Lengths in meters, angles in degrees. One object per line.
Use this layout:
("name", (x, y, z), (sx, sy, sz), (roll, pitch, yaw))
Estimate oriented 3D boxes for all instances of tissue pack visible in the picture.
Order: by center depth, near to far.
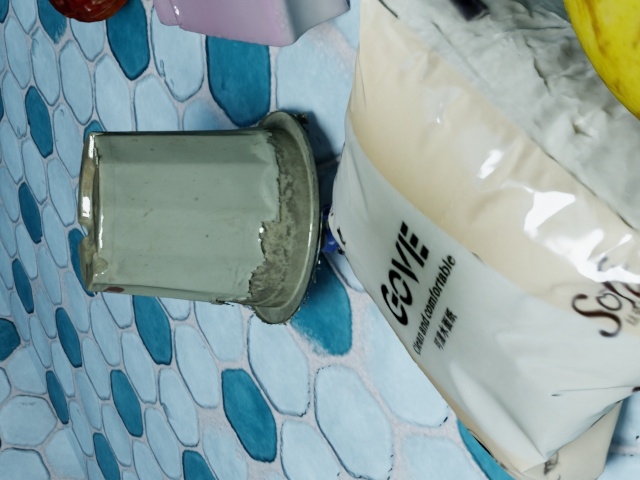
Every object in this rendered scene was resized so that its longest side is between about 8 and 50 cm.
("tissue pack", (0.153, -0.006, 0.632), (0.390, 0.195, 0.375), (52, 152, 27))

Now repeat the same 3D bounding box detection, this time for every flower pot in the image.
("flower pot", (-0.159, -0.027, 0.917), (0.290, 0.259, 0.290), (179, 90, -64))

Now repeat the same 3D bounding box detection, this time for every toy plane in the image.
("toy plane", (0.000, 0.000, 0.948), (0.167, 0.054, 0.062), (124, 146, -46))

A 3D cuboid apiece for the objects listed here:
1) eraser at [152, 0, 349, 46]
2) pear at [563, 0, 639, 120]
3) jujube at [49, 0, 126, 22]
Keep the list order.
("eraser", (-0.129, -0.410, 0.801), (0.272, 0.122, 0.359), (26, 143, 44))
("pear", (0.252, -0.154, 0.355), (0.281, 0.281, 0.280), (24, 122, 46))
("jujube", (-0.342, -0.460, 1.103), (0.342, 0.216, 0.216), (-37, 74, 60))
